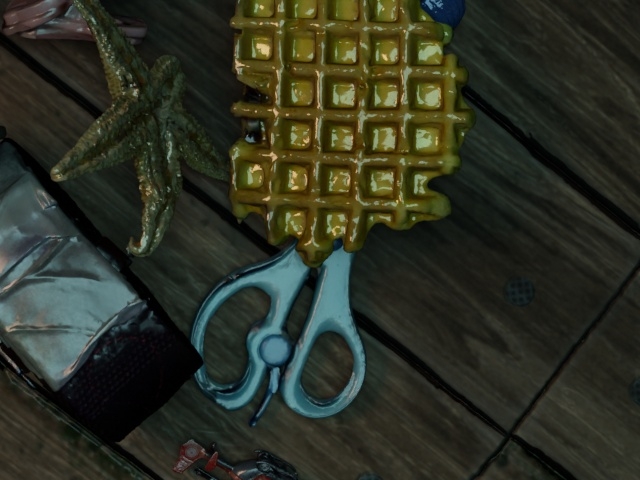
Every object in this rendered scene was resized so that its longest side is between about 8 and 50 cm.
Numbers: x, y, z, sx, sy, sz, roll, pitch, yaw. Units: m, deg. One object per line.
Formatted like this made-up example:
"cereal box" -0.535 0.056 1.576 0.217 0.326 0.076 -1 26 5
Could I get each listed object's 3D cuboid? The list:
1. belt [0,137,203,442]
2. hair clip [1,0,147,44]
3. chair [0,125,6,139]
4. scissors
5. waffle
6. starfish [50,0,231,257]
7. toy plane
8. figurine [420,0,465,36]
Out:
"belt" -0.252 0.054 1.494 0.164 0.184 0.289 -41 89 -1
"hair clip" -0.232 -0.243 1.535 0.138 0.123 0.102 2 110 -11
"chair" -0.406 -0.078 1.343 0.241 0.203 0.416 1 101 27
"scissors" 0.000 0.000 1.596 0.180 0.032 0.393 21 88 -6
"waffle" 0.006 -0.128 1.535 0.283 0.065 0.309 -43 80 8
"starfish" -0.171 -0.108 1.475 0.295 0.048 0.231 55 39 -35
"toy plane" -0.073 0.234 1.585 0.145 0.037 0.060 29 97 -10
"figurine" 0.088 -0.267 1.594 0.087 0.086 0.149 -3 75 -46
